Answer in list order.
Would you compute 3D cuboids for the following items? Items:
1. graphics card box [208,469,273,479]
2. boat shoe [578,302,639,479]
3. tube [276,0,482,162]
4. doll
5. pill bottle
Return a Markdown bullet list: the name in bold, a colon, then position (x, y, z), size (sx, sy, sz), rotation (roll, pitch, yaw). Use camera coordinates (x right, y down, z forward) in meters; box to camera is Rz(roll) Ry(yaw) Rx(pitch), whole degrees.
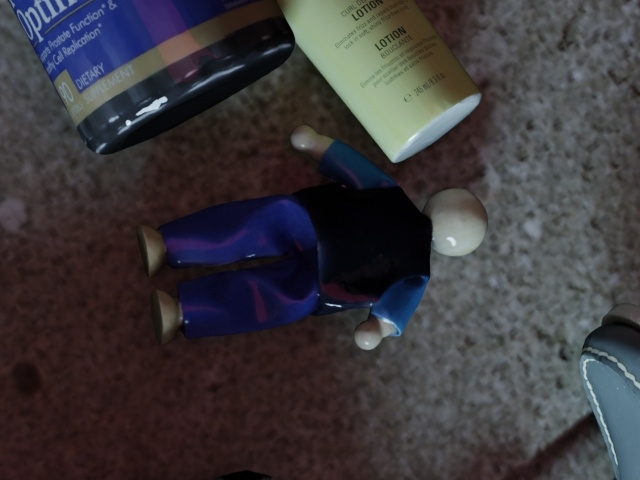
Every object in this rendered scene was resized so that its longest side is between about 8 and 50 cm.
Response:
- **graphics card box**: position (-0.169, 0.274, 0.901), size (0.371, 0.094, 0.232), rotation (-17, 88, -11)
- **boat shoe**: position (0.206, 0.189, 0.971), size (0.099, 0.116, 0.319), rotation (-28, 95, -16)
- **tube**: position (-0.008, -0.153, 0.991), size (0.240, 0.062, 0.070), rotation (54, 35, 8)
- **doll**: position (0.000, 0.000, 0.983), size (0.189, 0.046, 0.129), rotation (-10, 74, -12)
- **pill bottle**: position (-0.114, -0.165, 0.939), size (0.123, 0.123, 0.219), rotation (-29, 90, -12)
